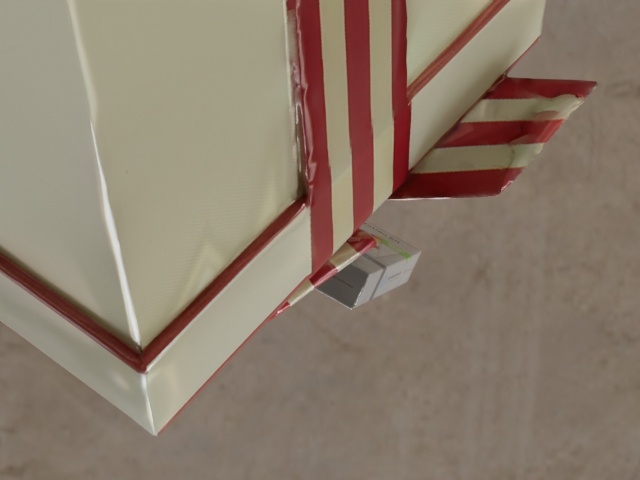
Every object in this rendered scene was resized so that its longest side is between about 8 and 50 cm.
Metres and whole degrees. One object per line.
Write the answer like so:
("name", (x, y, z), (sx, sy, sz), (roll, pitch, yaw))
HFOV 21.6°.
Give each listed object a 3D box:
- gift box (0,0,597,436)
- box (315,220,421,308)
("gift box", (-0.052, -0.120, 0.562), (0.255, 0.276, 0.258), (38, 153, 24))
("box", (0.000, 0.000, 1.487), (0.145, 0.186, 0.038), (30, 102, 13))
